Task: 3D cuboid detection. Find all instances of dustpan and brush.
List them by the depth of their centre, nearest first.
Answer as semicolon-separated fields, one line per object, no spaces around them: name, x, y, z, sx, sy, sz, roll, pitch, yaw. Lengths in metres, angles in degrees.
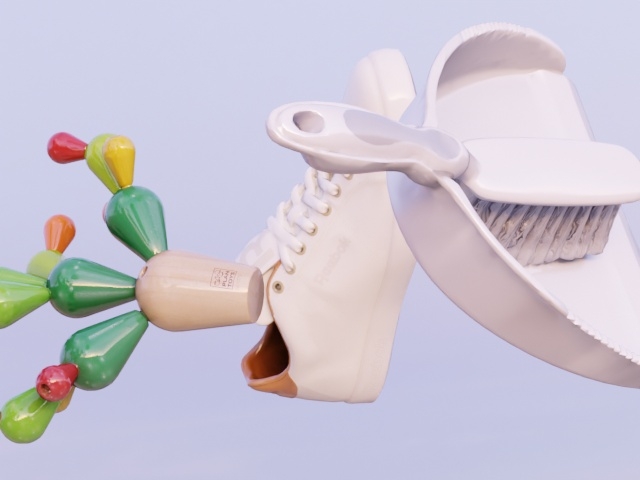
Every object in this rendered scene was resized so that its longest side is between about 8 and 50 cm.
dustpan and brush;0.054;-0.021;0.658;0.211;0.147;0.060;1;-29;-39

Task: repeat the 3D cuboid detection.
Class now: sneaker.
sneaker;0.000;0.000;1.357;0.123;0.290;0.106;0;32;-14

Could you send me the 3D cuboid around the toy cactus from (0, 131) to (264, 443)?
toy cactus;-0.125;0.019;1.152;0.180;0.219;0.112;2;-44;16
